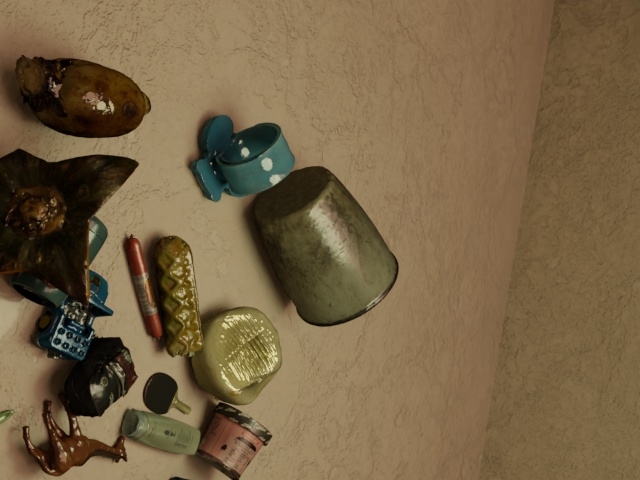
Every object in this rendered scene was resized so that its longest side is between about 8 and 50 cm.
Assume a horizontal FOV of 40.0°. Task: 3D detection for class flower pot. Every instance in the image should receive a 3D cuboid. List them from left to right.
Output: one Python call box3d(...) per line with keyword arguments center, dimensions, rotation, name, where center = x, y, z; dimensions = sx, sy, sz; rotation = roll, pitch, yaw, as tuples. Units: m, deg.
box3d(center=(0.000, 0.000, 2.204), dimensions=(0.293, 0.294, 0.330), rotation=(-54, 127, -37), name="flower pot")

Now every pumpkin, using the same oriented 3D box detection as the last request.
box3d(center=(-0.484, -0.043, 1.548), dimensions=(0.095, 0.259, 0.290), rotation=(111, -8, -73), name="pumpkin")

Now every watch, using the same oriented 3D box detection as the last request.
box3d(center=(-0.165, -0.179, 2.007), dimensions=(0.211, 0.193, 0.210), rotation=(-3, 94, -55), name="watch")

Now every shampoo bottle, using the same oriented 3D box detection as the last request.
box3d(center=(-0.348, 0.423, 1.933), dimensions=(0.212, 0.049, 0.072), rotation=(34, 67, -51), name="shampoo bottle")

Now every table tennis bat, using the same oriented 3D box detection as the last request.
box3d(center=(-0.340, 0.353, 1.969), dimensions=(0.156, 0.013, 0.087), rotation=(48, 55, -45), name="table tennis bat")

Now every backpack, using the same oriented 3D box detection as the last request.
box3d(center=(-0.429, 0.273, 1.728), dimensions=(0.165, 0.106, 0.119), rotation=(-72, 153, -55), name="backpack")

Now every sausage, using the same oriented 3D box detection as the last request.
box3d(center=(-0.375, 0.104, 1.877), dimensions=(0.034, 0.034, 0.253), rotation=(-35, 122, -48), name="sausage")

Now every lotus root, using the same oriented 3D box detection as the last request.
box3d(center=(-0.429, -0.261, 1.643), dimensions=(0.314, 0.169, 0.141), rotation=(4, 104, -56), name="lotus root")

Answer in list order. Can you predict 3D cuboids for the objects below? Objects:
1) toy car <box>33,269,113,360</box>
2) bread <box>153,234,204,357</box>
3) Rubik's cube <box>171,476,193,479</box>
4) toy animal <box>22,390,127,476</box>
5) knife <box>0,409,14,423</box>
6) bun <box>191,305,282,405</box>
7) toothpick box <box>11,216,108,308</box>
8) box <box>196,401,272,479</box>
box3d(center=(-0.465, 0.141, 1.693), dimensions=(0.097, 0.100, 0.191), rotation=(41, 57, -46), name="toy car")
box3d(center=(-0.311, 0.119, 1.920), dimensions=(0.098, 0.087, 0.269), rotation=(-22, 111, -51), name="bread")
box3d(center=(-0.192, 0.764, 1.930), dimensions=(0.362, 0.363, 0.358), rotation=(-63, 141, -28), name="Rubik's cube")
box3d(center=(-0.476, 0.400, 1.742), dimensions=(0.229, 0.066, 0.224), rotation=(66, 24, -20), name="toy animal")
box3d(center=(-0.629, 0.346, 1.555), dimensions=(0.207, 0.014, 0.030), rotation=(-30, 119, -49), name="knife")
box3d(center=(-0.198, 0.273, 2.063), dimensions=(0.230, 0.145, 0.229), rotation=(8, 71, -24), name="bun")
box3d(center=(-0.489, 0.030, 1.634), dimensions=(0.120, 0.120, 0.184), rotation=(51, 57, -45), name="toothpick box")
box3d(center=(-0.209, 0.475, 2.059), dimensions=(0.135, 0.151, 0.151), rotation=(-59, 138, -22), name="box")
